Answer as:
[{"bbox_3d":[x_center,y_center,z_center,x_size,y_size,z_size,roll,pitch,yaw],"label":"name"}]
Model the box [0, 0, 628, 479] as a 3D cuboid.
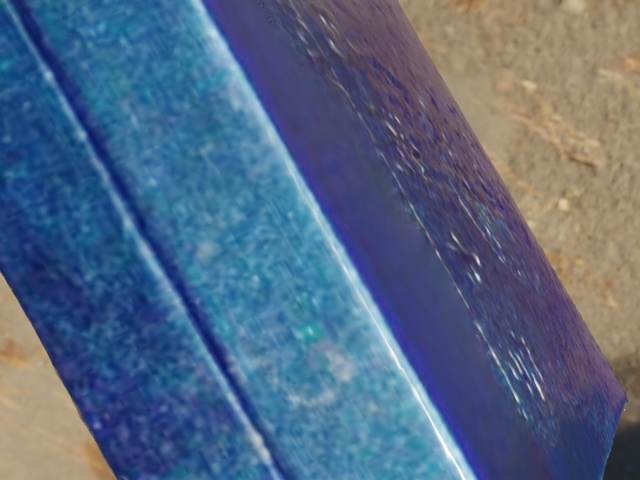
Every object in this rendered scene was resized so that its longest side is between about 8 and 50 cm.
[{"bbox_3d":[0.000,0.000,0.525,0.116,0.279,0.261,-29,88,18],"label":"box"}]
